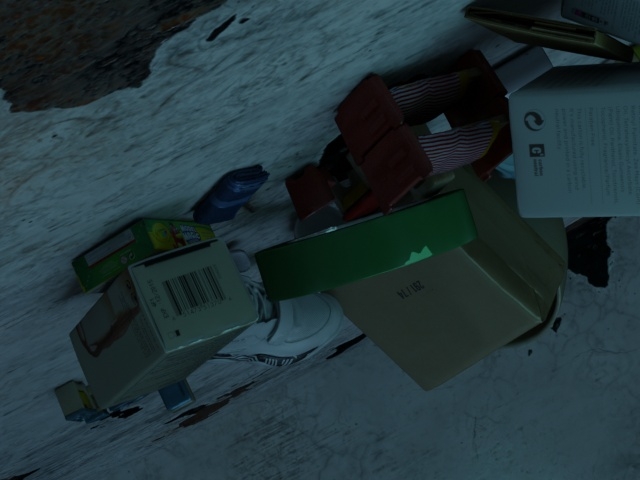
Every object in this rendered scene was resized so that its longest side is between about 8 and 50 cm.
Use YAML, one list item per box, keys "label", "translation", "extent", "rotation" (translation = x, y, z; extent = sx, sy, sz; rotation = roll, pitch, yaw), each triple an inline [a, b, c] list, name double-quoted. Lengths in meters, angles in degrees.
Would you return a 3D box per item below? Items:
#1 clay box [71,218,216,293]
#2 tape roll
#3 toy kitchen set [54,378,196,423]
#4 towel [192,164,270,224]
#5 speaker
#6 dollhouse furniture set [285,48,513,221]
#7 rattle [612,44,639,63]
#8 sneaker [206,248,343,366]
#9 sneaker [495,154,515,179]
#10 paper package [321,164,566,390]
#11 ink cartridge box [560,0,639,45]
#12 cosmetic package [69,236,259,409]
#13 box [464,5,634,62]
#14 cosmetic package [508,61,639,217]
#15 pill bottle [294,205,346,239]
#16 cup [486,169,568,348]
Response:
- label: "clay box"
  translation: [-0.230, 0.023, 1.830]
  extent: [0.127, 0.053, 0.222]
  rotation: [-30, 169, 18]
- label: "tape roll"
  translation: [0.066, 0.006, 1.920]
  extent: [0.321, 0.077, 0.321]
  rotation: [-17, -177, 1]
- label: "toy kitchen set"
  translation: [-0.367, 0.294, 2.493]
  extent: [0.207, 0.122, 0.166]
  rotation: [-28, 168, 2]
- label: "towel"
  translation: [-0.122, -0.059, 1.783]
  extent: [0.067, 0.029, 0.119]
  rotation: [-17, 164, -39]
- label: "speaker"
  translation: [0.265, -0.224, 1.882]
  extent: [0.136, 0.055, 0.055]
  rotation: [-30, 168, 9]
- label: "dollhouse furniture set"
  translation: [0.092, -0.093, 1.810]
  extent: [0.201, 0.152, 0.374]
  rotation: [-19, 165, -34]
- label: "rattle"
  translation: [0.508, -0.229, 2.205]
  extent: [0.199, 0.143, 0.130]
  rotation: [-42, 180, 31]
- label: "sneaker"
  translation: [-0.106, 0.114, 2.149]
  extent: [0.366, 0.137, 0.210]
  rotation: [-2, 156, -24]
- label: "sneaker"
  translation: [0.347, -0.159, 2.194]
  extent: [0.150, 0.135, 0.366]
  rotation: [-1, 170, 25]
- label: "paper package"
  translation: [0.202, 0.057, 2.249]
  extent: [0.325, 0.309, 0.168]
  rotation: [-40, -172, 46]
- label: "ink cartridge box"
  translation: [0.530, -0.283, 1.651]
  extent: [0.324, 0.330, 0.071]
  rotation: [-18, 127, -37]
- label: "cosmetic package"
  translation: [-0.222, 0.118, 1.810]
  extent: [0.153, 0.129, 0.296]
  rotation: [-19, 168, -32]
- label: "box"
  translation: [0.286, -0.254, 1.634]
  extent: [0.164, 0.021, 0.201]
  rotation: [15, -173, 25]
- label: "cosmetic package"
  translation: [0.480, -0.132, 1.604]
  extent: [0.453, 0.161, 0.230]
  rotation: [-1, -165, 25]
- label: "pill bottle"
  translation: [0.000, 0.000, 2.156]
  extent: [0.086, 0.086, 0.152]
  rotation: [-26, 167, -7]
- label: "cup"
  translation: [0.318, -0.003, 2.420]
  extent: [0.331, 0.331, 0.237]
  rotation: [-41, -171, 48]
